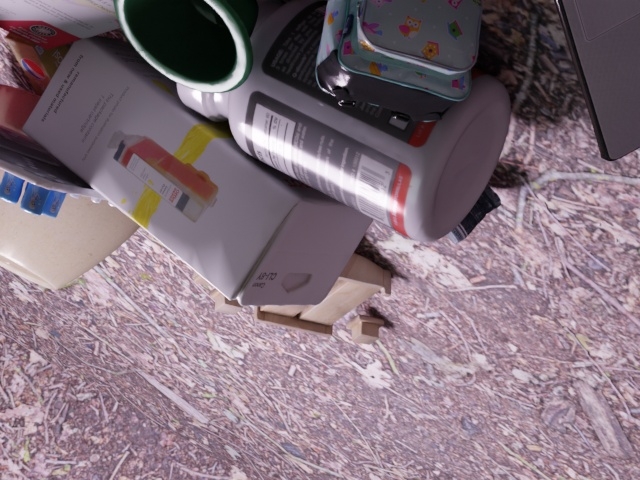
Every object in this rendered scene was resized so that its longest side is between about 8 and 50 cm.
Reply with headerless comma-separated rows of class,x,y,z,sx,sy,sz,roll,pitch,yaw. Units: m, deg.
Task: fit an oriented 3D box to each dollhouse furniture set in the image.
dollhouse furniture set,0.000,0.000,2.449,0.355,0.174,0.303,14,151,-26

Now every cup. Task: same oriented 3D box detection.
cup,-0.436,-0.062,2.566,0.331,0.237,0.331,26,169,5

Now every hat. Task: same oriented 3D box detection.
hat,-0.102,-0.285,1.845,0.208,0.183,0.173,31,145,6

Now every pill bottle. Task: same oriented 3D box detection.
pill bottle,0.023,-0.163,1.910,0.363,0.210,0.210,28,155,22

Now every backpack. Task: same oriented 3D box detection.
backpack,0.089,-0.241,1.714,0.166,0.188,0.144,13,155,-15

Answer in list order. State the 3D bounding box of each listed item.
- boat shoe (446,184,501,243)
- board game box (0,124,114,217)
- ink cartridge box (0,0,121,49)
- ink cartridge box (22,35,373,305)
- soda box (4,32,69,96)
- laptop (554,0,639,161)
boat shoe,0.166,-0.063,2.098,0.065,0.083,0.183,55,176,-35
board game box,-0.420,-0.105,2.198,0.390,0.050,0.390,23,-175,24
ink cartridge box,-0.289,-0.347,1.901,0.306,0.131,0.226,-12,158,34
ink cartridge box,-0.147,-0.091,2.105,0.384,0.160,0.279,39,-166,20
soda box,-0.413,-0.262,2.483,0.061,0.058,0.181,20,151,30
laptop,0.415,-0.224,1.285,0.236,0.408,0.382,60,178,45
